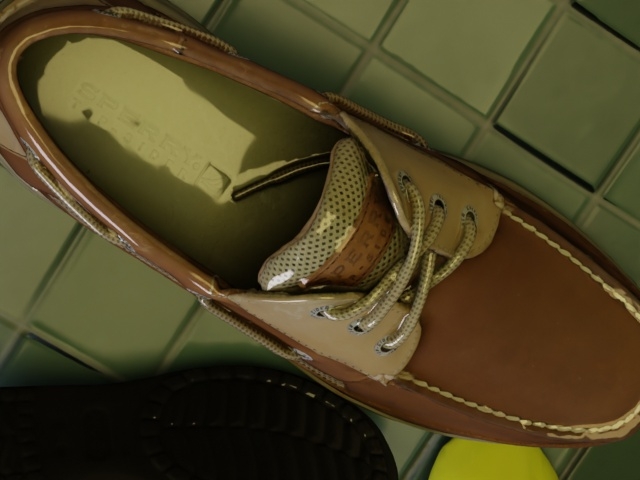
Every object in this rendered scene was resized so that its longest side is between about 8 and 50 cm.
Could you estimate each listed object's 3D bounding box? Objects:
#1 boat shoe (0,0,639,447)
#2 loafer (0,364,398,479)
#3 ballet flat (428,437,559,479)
[{"bbox_3d":[0.000,0.000,0.673,0.324,0.120,0.123,26,93,-10],"label":"boat shoe"},{"bbox_3d":[-0.076,0.107,0.732,0.220,0.080,0.078,3,136,-6],"label":"loafer"},{"bbox_3d":[0.084,0.202,0.757,0.077,0.077,0.231,0,104,-3],"label":"ballet flat"}]
